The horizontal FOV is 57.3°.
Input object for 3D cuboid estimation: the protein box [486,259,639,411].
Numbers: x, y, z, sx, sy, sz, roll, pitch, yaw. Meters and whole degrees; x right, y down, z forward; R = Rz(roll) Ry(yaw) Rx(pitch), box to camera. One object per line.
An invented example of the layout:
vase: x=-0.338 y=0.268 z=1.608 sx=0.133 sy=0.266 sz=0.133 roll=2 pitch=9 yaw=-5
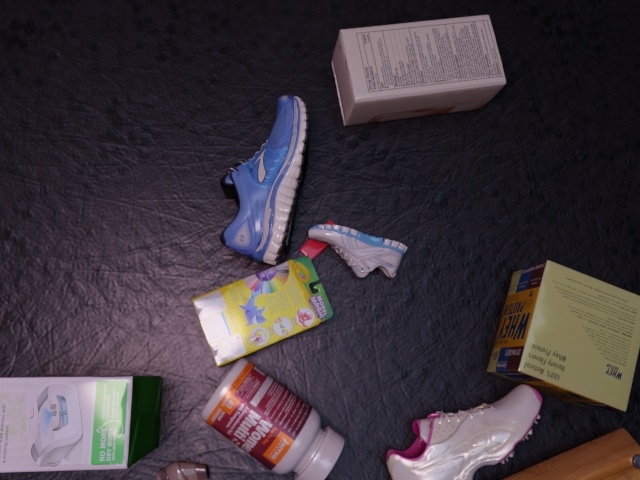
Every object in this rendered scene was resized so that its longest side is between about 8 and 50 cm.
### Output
protein box: x=0.438 y=0.172 z=1.050 sx=0.199 sy=0.136 sz=0.201 roll=21 pitch=75 yaw=-2

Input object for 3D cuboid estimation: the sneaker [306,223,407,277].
sneaker: x=0.063 y=0.023 z=1.072 sx=0.190 sy=0.071 sz=0.083 roll=15 pitch=86 yaw=-8

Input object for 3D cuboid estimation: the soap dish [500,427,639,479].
soap dish: x=0.454 y=0.482 z=0.992 sx=0.290 sy=0.118 sz=0.229 roll=-19 pitch=80 yaw=-9

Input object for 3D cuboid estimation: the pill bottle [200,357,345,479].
pill bottle: x=-0.077 y=0.304 z=0.968 sx=0.221 sy=0.121 sz=0.121 roll=35 pitch=76 yaw=2

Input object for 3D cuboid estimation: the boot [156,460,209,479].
boot: x=-0.224 y=0.425 z=0.969 sx=0.087 sy=0.042 sz=0.119 roll=-11 pitch=78 yaw=-3

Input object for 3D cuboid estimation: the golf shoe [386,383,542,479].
golf shoe: x=0.247 y=0.334 z=1.006 sx=0.306 sy=0.115 sz=0.140 roll=-38 pitch=81 yaw=-14

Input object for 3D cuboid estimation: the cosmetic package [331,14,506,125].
cosmetic package: x=0.183 y=-0.327 z=1.136 sx=0.296 sy=0.129 sz=0.153 roll=-7 pitch=80 yaw=-9

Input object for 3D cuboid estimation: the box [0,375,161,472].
box: x=-0.373 y=0.267 z=0.870 sx=0.231 sy=0.262 sz=0.127 roll=1 pitch=77 yaw=-6

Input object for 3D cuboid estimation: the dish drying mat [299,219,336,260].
dish drying mat: x=0.000 y=0.000 z=1.103 sx=0.032 sy=0.008 sz=0.083 roll=45 pitch=77 yaw=3

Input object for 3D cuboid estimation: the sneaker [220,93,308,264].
sneaker: x=-0.103 y=-0.126 z=1.054 sx=0.147 sy=0.130 sz=0.330 roll=11 pitch=68 yaw=3

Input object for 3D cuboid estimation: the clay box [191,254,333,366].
clay box: x=-0.101 y=0.123 z=1.040 sx=0.222 sy=0.053 sz=0.127 roll=-21 pitch=80 yaw=-12
